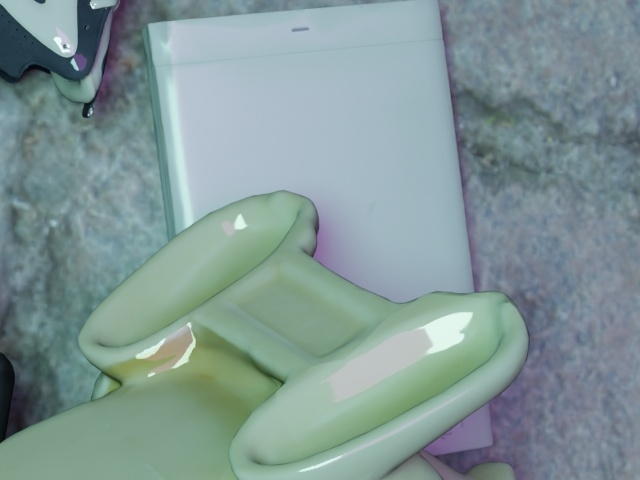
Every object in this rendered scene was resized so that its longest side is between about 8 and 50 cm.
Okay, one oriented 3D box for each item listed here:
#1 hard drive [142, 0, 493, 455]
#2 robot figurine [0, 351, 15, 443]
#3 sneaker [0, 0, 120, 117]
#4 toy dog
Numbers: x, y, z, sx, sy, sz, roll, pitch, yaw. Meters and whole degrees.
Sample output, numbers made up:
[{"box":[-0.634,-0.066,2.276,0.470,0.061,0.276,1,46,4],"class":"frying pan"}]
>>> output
[{"box":[0.000,0.000,1.092,0.203,0.040,0.307,-7,90,-16],"class":"hard drive"},{"box":[-0.298,0.104,0.937,0.209,0.173,0.278,14,85,-22],"class":"robot figurine"},{"box":[-0.137,-0.160,1.029,0.235,0.094,0.153,-18,95,-16],"class":"sneaker"},{"box":[0.000,0.244,0.927,0.395,0.284,0.408,-40,123,-26],"class":"toy dog"}]
